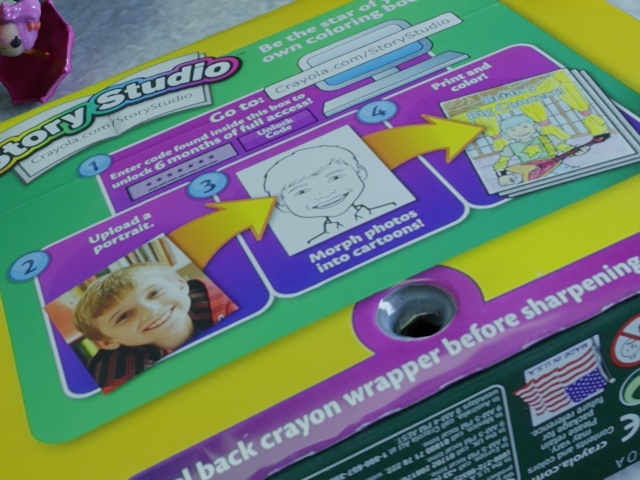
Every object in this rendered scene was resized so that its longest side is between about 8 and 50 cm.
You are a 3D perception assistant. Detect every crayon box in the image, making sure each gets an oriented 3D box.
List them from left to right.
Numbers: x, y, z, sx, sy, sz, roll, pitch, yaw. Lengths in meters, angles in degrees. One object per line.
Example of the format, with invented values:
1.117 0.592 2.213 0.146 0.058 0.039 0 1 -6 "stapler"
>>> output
0.000 0.000 0.471 0.363 0.106 0.313 -24 39 -9 "crayon box"

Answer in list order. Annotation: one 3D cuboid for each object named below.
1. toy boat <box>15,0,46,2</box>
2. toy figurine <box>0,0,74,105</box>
-0.299 -0.250 0.811 0.267 0.148 0.318 -14 23 -37 "toy boat"
-0.256 -0.140 0.704 0.159 0.173 0.130 -23 78 -24 "toy figurine"
